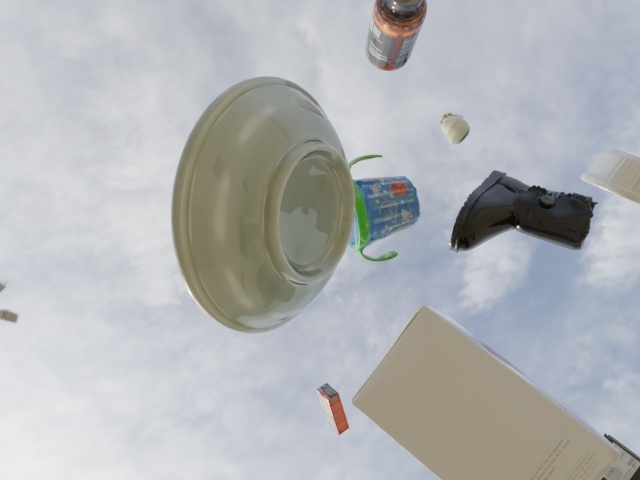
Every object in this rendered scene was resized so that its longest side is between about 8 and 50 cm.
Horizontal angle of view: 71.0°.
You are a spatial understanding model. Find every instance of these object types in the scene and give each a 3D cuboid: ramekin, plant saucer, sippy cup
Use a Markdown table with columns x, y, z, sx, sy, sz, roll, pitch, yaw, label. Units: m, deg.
| x | y | z | sx | sy | sz | roll | pitch | yaw | label |
| --- | --- | --- | --- | --- | --- | --- | --- | --- | --- |
| 1.009 | -0.199 | 1.452 | 0.272 | 0.273 | 0.127 | 18 | -70 | -15 | ramekin |
| -0.040 | -0.044 | 0.696 | 0.100 | 0.400 | 0.401 | 9 | -65 | 34 | plant saucer |
| 0.186 | -0.105 | 1.434 | 0.223 | 0.240 | 0.306 | -13 | -42 | -11 | sippy cup |

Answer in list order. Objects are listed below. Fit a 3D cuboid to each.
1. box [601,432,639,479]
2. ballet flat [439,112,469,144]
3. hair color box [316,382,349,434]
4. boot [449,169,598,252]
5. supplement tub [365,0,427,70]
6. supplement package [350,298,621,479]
| x | y | z | sx | sy | sz | roll | pitch | yaw | label |
| --- | --- | --- | --- | --- | --- | --- | --- | --- | --- |
| 0.412 | 0.504 | 0.766 | 0.307 | 0.076 | 0.243 | -38 | -39 | -18 | box |
| 0.428 | -0.374 | 1.464 | 0.086 | 0.248 | 0.086 | 4 | -67 | 10 | ballet flat |
| 0.038 | 0.516 | 1.374 | 0.043 | 0.072 | 0.141 | -26 | -67 | -25 | hair color box |
| 0.381 | -0.035 | 0.834 | 0.246 | 0.207 | 0.094 | -42 | -38 | -35 | boot |
| 0.152 | -0.437 | 0.902 | 0.105 | 0.198 | 0.106 | 0 | -99 | -2 | supplement tub |
| 0.219 | 0.244 | 0.656 | 0.292 | 0.177 | 0.175 | 37 | -85 | 12 | supplement package |
